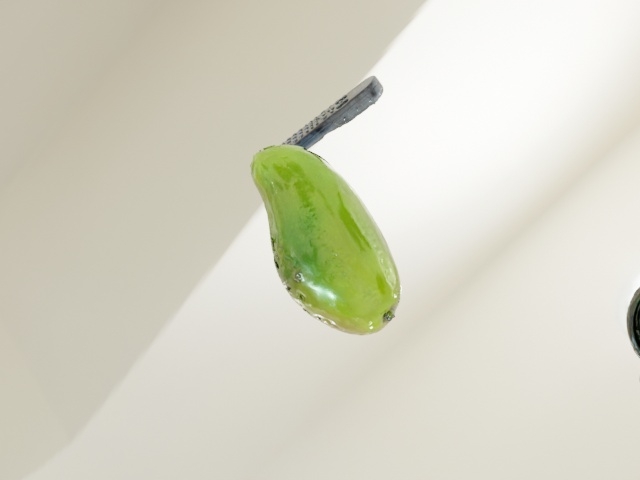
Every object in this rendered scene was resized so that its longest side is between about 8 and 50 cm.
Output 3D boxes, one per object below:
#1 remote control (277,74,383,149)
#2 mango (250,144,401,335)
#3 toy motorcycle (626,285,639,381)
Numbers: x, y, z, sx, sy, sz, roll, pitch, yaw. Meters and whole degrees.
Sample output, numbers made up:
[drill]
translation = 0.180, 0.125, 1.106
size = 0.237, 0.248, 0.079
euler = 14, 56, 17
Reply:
[remote control]
translation = 0.008, -0.135, 1.478
size = 0.152, 0.027, 0.043
euler = -35, -155, 11
[mango]
translation = 0.000, 0.000, 1.382
size = 0.125, 0.111, 0.233
euler = -39, -100, 16
[toy motorcycle]
translation = 0.410, 0.033, 1.056
size = 0.331, 0.196, 0.125
euler = -43, 176, 15
